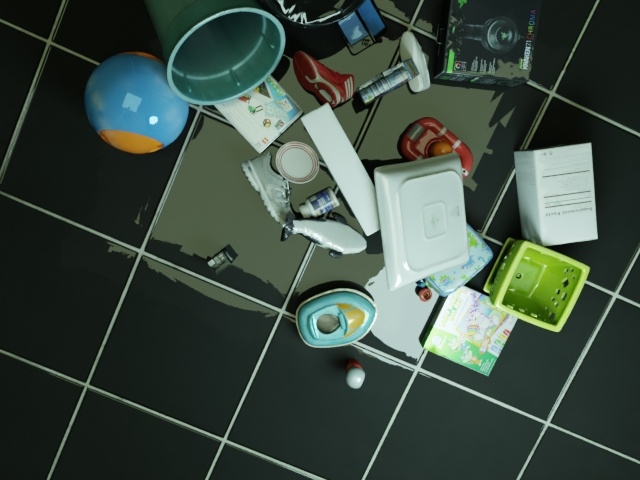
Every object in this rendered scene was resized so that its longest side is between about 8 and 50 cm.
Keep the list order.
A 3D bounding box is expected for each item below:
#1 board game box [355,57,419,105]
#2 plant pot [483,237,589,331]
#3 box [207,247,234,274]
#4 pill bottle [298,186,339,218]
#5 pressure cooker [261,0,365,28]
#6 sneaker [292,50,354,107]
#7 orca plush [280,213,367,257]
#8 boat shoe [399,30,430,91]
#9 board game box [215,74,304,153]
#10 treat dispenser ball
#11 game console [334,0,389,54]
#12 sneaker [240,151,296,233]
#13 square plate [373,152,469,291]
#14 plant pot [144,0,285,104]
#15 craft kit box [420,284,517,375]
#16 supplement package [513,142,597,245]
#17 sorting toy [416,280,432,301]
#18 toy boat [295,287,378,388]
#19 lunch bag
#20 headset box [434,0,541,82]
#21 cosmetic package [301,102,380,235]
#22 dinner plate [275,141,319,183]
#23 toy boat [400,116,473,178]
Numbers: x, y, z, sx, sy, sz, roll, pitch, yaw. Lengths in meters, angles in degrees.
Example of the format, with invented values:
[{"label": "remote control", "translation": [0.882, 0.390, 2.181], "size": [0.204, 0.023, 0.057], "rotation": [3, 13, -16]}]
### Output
[{"label": "board game box", "translation": [0.202, -0.476, 1.698], "size": [0.194, 0.194, 0.060], "rotation": [-29, 97, 8]}, {"label": "plant pot", "translation": [0.659, 0.124, 1.798], "size": [0.228, 0.207, 0.227], "rotation": [22, 98, -5]}, {"label": "box", "translation": [-0.319, 0.066, 1.831], "size": [0.062, 0.083, 0.052], "rotation": [-36, 96, 4]}, {"label": "pill bottle", "translation": [-0.006, -0.114, 1.819], "size": [0.120, 0.067, 0.067], "rotation": [-28, 98, 3]}, {"label": "pressure cooker", "translation": [-0.047, -0.814, 1.554], "size": [0.370, 0.420, 0.375], "rotation": [33, 111, -36]}, {"label": "sneaker", "translation": [0.017, -0.506, 1.769], "size": [0.128, 0.087, 0.221], "rotation": [-25, 74, -38]}, {"label": "orca plush", "translation": [0.000, 0.000, 1.814], "size": [0.288, 0.102, 0.151], "rotation": [0, 68, -30]}, {"label": "boat shoe", "translation": [0.299, -0.556, 1.767], "size": [0.063, 0.066, 0.184], "rotation": [-20, 94, -32]}, {"label": "board game box", "translation": [-0.224, -0.447, 1.772], "size": [0.193, 0.053, 0.305], "rotation": [-43, 97, 4]}, {"label": "treat dispenser ball", "translation": [-0.530, -0.397, 1.655], "size": [0.289, 0.288, 0.287], "rotation": [0, 98, -1]}, {"label": "game console", "translation": [0.118, -0.661, 1.732], "size": [0.124, 0.085, 0.144], "rotation": [-31, 97, 3]}, {"label": "sneaker", "translation": [-0.133, -0.149, 1.794], "size": [0.115, 0.105, 0.281], "rotation": [-33, 100, -2]}, {"label": "square plate", "translation": [0.310, -0.060, 1.630], "size": [0.344, 0.049, 0.346], "rotation": [-15, 103, -34]}, {"label": "plant pot", "translation": [-0.322, -0.620, 1.586], "size": [0.341, 0.341, 0.334], "rotation": [-29, 71, 3]}, {"label": "craft kit box", "translation": [0.497, 0.289, 1.897], "size": [0.247, 0.061, 0.249], "rotation": [23, 97, -2]}, {"label": "supplement package", "translation": [0.727, -0.146, 1.773], "size": [0.176, 0.177, 0.292], "rotation": [-8, 99, 0]}, {"label": "sorting toy", "translation": [0.347, 0.151, 1.884], "size": [0.061, 0.042, 0.101], "rotation": [25, 85, -20]}, {"label": "toy boat", "translation": [0.075, 0.313, 1.843], "size": [0.268, 0.148, 0.317], "rotation": [-18, 98, 1]}, {"label": "lunch bag", "translation": [0.421, 0.056, 1.822], "size": [0.219, 0.090, 0.176], "rotation": [-41, 79, -3]}, {"label": "headset box", "translation": [0.488, -0.609, 1.725], "size": [0.284, 0.131, 0.246], "rotation": [7, 98, -2]}, {"label": "cosmetic package", "translation": [0.076, -0.214, 1.698], "size": [0.098, 0.284, 0.377], "rotation": [-30, 97, 3]}, {"label": "dinner plate", "translation": [-0.074, -0.245, 1.803], "size": [0.141, 0.017, 0.141], "rotation": [5, 75, -18]}, {"label": "toy boat", "translation": [0.367, -0.274, 1.761], "size": [0.231, 0.151, 0.151], "rotation": [38, 96, -6]}]
